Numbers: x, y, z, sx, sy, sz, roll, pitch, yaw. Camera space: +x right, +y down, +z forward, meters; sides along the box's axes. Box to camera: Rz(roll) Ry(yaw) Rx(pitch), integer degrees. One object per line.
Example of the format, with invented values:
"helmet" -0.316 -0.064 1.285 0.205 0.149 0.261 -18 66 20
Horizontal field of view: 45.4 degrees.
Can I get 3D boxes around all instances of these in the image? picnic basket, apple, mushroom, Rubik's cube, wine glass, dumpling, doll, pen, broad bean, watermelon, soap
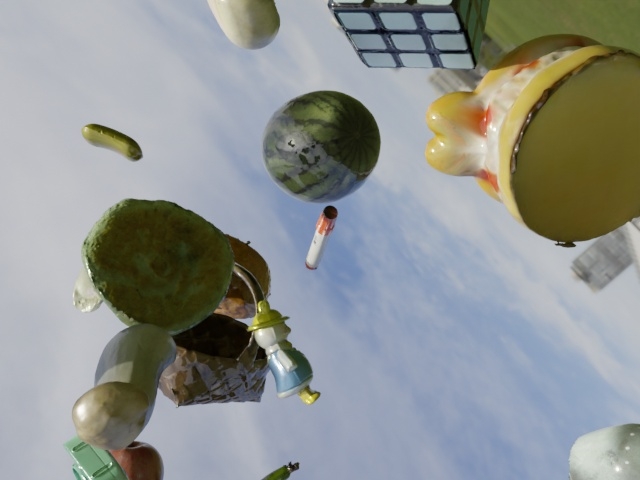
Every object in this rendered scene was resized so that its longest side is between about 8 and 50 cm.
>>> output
"picnic basket" -0.245 0.196 1.783 0.293 0.337 0.337 31 -174 39
"apple" -0.435 0.524 1.752 0.154 0.119 0.153 9 178 0
"mushroom" -0.301 0.234 1.195 0.122 0.159 0.328 5 -171 -5
"Rubik's cube" 0.118 -0.318 0.947 0.163 0.162 0.160 6 169 21
"wine glass" 0.470 0.313 1.058 0.126 0.241 0.126 9 -109 -29
"dumpling" -0.528 0.096 1.886 0.169 0.134 0.099 -60 -39 -64
"doll" -0.082 0.240 1.624 0.241 0.099 0.135 67 -161 2
"pen" 0.000 0.000 1.258 0.028 0.028 0.239 48 161 11
"broad bean" -0.174 0.601 1.788 0.043 0.297 0.060 55 -166 1
"mushroom" -0.183 -0.615 1.943 0.246 0.202 0.246 54 -175 -6
"watermelon" -0.007 -0.230 1.905 0.279 0.278 0.359 38 164 -19
"soap" -0.448 -0.213 1.650 0.140 0.045 0.089 23 164 2

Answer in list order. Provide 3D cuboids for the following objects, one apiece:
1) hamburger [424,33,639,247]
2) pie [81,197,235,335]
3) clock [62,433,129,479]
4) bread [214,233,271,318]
"hamburger" 0.300 -0.136 1.013 0.186 0.303 0.260 46 154 55
"pie" -0.333 0.053 1.573 0.323 0.070 0.323 12 -119 -23
"clock" -0.382 0.435 1.352 0.060 0.188 0.148 -32 -132 -30
"bread" -0.288 0.076 2.039 0.340 0.179 0.194 15 -128 11
